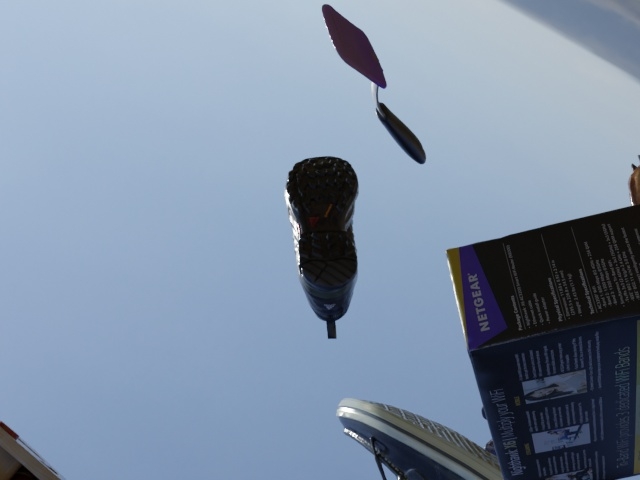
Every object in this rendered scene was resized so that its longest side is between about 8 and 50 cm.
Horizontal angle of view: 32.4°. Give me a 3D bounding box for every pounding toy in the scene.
[{"bbox_3d":[-0.368,0.270,1.168,0.269,0.155,0.154,48,164,-28],"label":"pounding toy"}]

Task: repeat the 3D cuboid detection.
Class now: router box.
[{"bbox_3d":[0.235,0.085,0.804,0.309,0.243,0.081,67,-168,-57],"label":"router box"}]

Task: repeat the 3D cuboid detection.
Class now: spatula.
[{"bbox_3d":[0.066,-0.155,1.187,0.296,0.030,0.084,50,-161,-59],"label":"spatula"}]

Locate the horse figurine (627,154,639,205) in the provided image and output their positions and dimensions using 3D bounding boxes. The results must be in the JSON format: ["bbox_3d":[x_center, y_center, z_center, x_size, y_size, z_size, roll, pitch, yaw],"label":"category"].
[{"bbox_3d":[0.357,0.053,1.029,0.174,0.263,0.066,18,161,0],"label":"horse figurine"}]

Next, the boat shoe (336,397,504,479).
[{"bbox_3d":[0.181,0.366,1.630,0.186,0.156,0.500,22,-178,-42],"label":"boat shoe"}]

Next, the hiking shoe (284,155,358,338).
[{"bbox_3d":[0.000,0.000,1.240,0.086,0.114,0.227,3,-137,-1],"label":"hiking shoe"}]

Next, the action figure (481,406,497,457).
[{"bbox_3d":[0.365,0.303,1.766,0.099,0.185,0.285,-22,-173,-24],"label":"action figure"}]
